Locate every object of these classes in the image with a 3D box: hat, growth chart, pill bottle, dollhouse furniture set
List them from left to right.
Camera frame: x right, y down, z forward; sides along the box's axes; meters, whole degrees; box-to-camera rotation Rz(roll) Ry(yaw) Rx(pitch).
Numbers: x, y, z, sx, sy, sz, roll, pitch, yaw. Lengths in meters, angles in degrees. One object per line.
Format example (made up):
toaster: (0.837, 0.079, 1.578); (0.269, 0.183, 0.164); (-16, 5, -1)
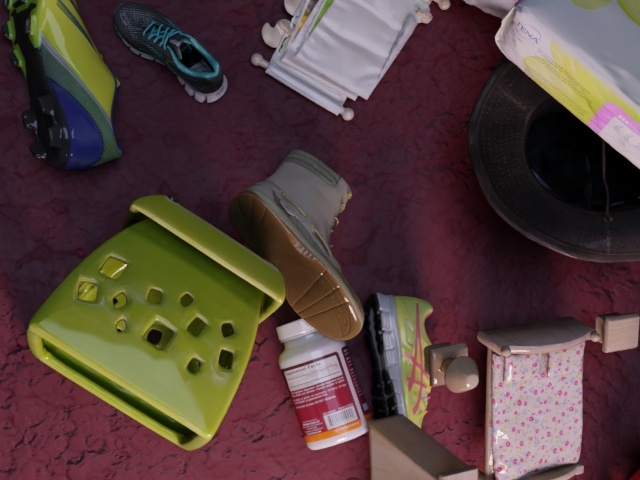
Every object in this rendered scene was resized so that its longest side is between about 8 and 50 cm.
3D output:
pill bottle: (0.001, 0.166, 1.327); (0.086, 0.086, 0.152); (-18, 85, -12)
growth chart: (0.035, -0.275, 1.425); (0.172, 0.021, 0.237); (39, 78, -2)
dollhouse furniture set: (0.253, 0.269, 1.285); (0.355, 0.174, 0.303); (-8, 107, -22)
hat: (0.338, -0.102, 1.391); (0.331, 0.134, 0.331); (1, 74, -5)

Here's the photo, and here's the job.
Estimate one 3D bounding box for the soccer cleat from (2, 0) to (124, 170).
soccer cleat: (-0.305, -0.222, 1.339); (0.121, 0.093, 0.289); (-3, 77, -41)

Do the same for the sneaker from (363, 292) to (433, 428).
sneaker: (0.114, 0.164, 1.352); (0.094, 0.081, 0.208); (-4, 86, -19)

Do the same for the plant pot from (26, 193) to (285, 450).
plant pot: (-0.176, 0.087, 1.242); (0.227, 0.228, 0.207); (33, 73, -4)

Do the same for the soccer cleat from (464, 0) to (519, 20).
soccer cleat: (0.190, -0.355, 1.430); (0.143, 0.116, 0.331); (-37, 91, 8)

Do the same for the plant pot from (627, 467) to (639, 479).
plant pot: (0.442, 0.341, 1.329); (0.191, 0.191, 0.174); (28, 74, -5)

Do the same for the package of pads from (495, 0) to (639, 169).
package of pads: (0.382, -0.224, 1.311); (0.296, 0.101, 0.229); (43, 70, 7)

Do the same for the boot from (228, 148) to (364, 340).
boot: (0.000, 0.000, 1.320); (0.213, 0.077, 0.165); (51, 35, -7)

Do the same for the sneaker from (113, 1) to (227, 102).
sneaker: (-0.180, -0.240, 1.354); (0.166, 0.076, 0.065); (36, 77, -4)
